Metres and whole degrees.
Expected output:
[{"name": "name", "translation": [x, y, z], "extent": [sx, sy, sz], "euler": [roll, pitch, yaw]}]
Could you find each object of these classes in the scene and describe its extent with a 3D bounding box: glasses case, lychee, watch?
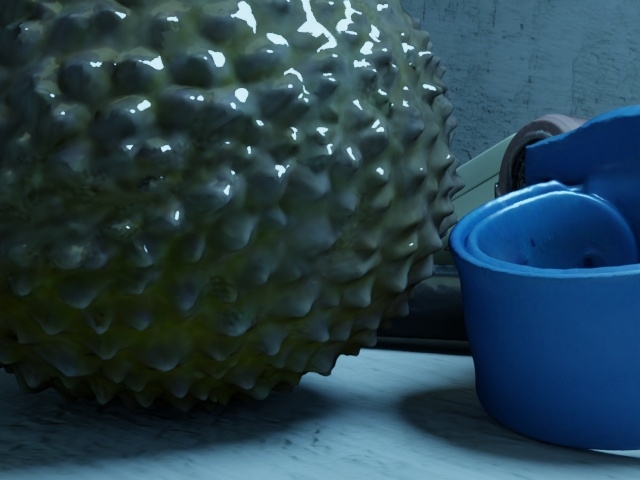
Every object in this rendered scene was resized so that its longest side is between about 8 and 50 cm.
[{"name": "glasses case", "translation": [0.190, -0.036, 1.416], "extent": [0.131, 0.070, 0.313], "euler": [2, -23, -39]}, {"name": "lychee", "translation": [-0.101, -0.053, 0.821], "extent": [0.380, 0.380, 0.432], "euler": [8, 27, 39]}, {"name": "watch", "translation": [0.258, 0.038, 0.830], "extent": [0.305, 0.241, 0.274], "euler": [-4, 18, 31]}]

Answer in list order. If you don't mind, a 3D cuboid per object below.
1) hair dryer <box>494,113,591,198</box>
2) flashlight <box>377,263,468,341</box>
[{"name": "hair dryer", "translation": [0.335, -0.074, 0.991], "extent": [0.210, 0.125, 0.352], "euler": [6, -17, -30]}, {"name": "flashlight", "translation": [0.149, 0.062, 1.074], "extent": [0.424, 0.103, 0.103], "euler": [1, 6, 6]}]
